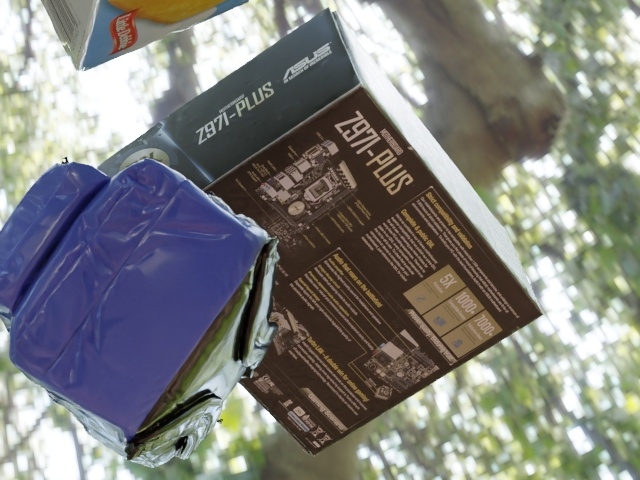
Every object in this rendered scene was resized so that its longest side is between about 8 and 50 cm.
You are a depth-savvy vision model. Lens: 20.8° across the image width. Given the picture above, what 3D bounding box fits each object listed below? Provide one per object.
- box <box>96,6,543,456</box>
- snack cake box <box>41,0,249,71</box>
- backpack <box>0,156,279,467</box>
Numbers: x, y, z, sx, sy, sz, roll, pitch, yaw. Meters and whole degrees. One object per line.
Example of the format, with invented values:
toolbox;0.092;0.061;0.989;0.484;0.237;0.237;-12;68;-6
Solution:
box;0.000;0.000;0.874;0.147;0.077;0.180;-33;-54;12
snack cake box;-0.073;-0.182;0.630;0.089;0.264;0.152;-25;-97;-17
backpack;-0.068;0.025;0.653;0.098;0.101;0.120;-50;-13;-10
